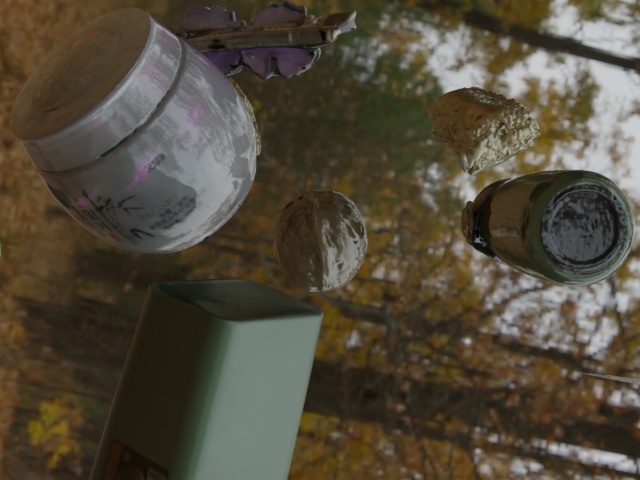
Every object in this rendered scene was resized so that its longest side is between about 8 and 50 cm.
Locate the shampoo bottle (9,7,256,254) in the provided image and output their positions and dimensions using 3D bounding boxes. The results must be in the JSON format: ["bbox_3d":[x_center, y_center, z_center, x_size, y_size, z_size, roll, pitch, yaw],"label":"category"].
[{"bbox_3d":[-0.238,-0.138,1.522,0.273,0.266,0.273,-24,-138,23],"label":"shampoo bottle"}]

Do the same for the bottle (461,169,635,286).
[{"bbox_3d":[0.326,-0.025,1.768,0.347,0.168,0.168,-166,-92,-78],"label":"bottle"}]

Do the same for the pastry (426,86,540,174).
[{"bbox_3d":[0.229,-0.167,1.683,0.258,0.121,0.089,-110,-173,-71],"label":"pastry"}]

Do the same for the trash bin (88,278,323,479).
[{"bbox_3d":[-0.141,0.224,1.364,0.223,0.158,0.343,-1,107,-55],"label":"trash bin"}]

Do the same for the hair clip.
[{"bbox_3d":[-0.093,-0.269,1.586,0.084,0.292,0.106,-49,134,-64],"label":"hair clip"}]

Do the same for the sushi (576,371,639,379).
[{"bbox_3d":[0.697,0.238,2.056,0.359,0.343,0.064,-4,-105,59],"label":"sushi"}]

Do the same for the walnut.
[{"bbox_3d":[0.000,0.001,1.743,0.162,0.140,0.140,84,10,-51],"label":"walnut"}]

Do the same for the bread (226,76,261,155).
[{"bbox_3d":[-0.161,-0.189,1.934,0.065,0.103,0.187,44,-25,43],"label":"bread"}]
